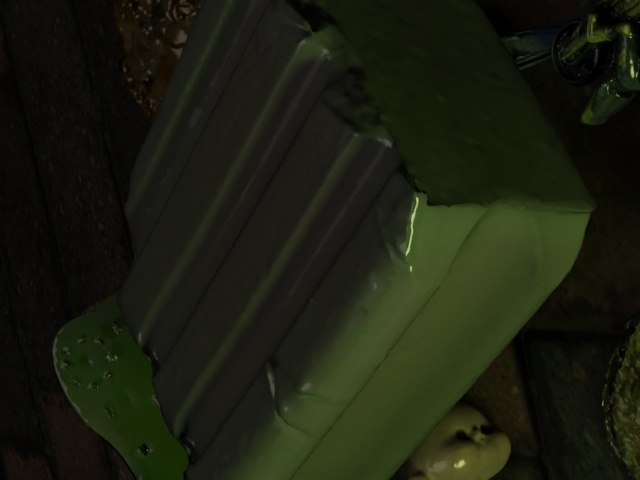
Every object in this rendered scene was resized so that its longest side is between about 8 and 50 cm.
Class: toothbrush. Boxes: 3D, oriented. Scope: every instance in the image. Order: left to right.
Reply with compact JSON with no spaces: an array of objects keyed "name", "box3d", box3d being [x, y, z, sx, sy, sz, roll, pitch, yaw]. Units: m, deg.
[{"name":"toothbrush","box3d":[0.083,-0.145,1.238,0.413,0.042,0.035,-10,87,54]}]

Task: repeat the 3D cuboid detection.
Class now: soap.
[{"name":"soap","box3d":[0.000,0.000,1.156,0.350,0.213,0.435,60,136,31]}]

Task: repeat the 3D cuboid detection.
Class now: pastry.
[{"name":"pastry","box3d":[-0.132,-0.234,1.397,0.255,0.162,0.311,48,140,30]}]

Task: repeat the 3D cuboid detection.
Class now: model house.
[{"name":"model house","box3d":[-0.157,0.175,1.565,0.294,0.207,0.154,55,-170,-3]}]

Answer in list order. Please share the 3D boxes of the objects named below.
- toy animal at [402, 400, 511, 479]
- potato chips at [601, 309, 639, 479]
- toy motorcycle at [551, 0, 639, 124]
[{"name":"toy animal","box3d":[0.125,0.197,1.260,0.124,0.124,0.212,-9,90,56]},{"name":"potato chips","box3d":[0.310,0.157,1.052,0.220,0.029,0.202,35,131,46]},{"name":"toy motorcycle","box3d":[0.247,-0.159,0.972,0.193,0.061,0.124,-51,54,42]}]
